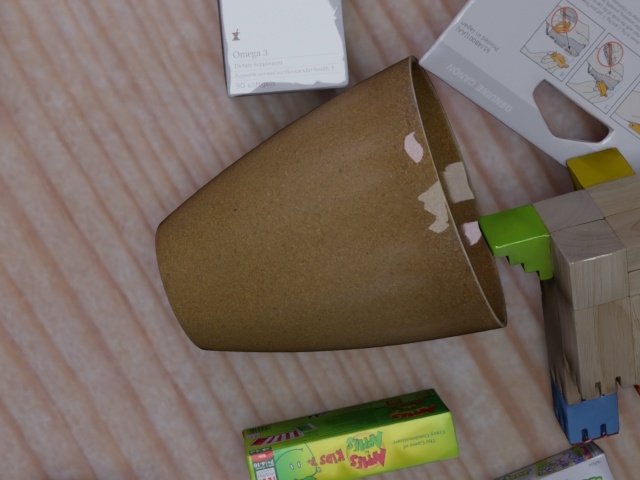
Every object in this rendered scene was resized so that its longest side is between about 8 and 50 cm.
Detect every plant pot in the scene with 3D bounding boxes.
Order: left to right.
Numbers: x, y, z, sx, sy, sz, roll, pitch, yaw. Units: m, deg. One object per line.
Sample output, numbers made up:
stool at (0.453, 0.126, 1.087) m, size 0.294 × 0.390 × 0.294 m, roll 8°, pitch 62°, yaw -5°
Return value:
plant pot at (0.000, 0.000, 1.292) m, size 0.254 × 0.237 × 0.237 m, roll -20°, pitch 98°, yaw 11°

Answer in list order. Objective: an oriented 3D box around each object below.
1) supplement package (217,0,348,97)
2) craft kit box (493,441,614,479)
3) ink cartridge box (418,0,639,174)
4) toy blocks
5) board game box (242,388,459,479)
supplement package at (-0.037, -0.216, 1.309) m, size 0.105 × 0.105 × 0.179 m, roll -6°, pitch 97°, yaw -2°
craft kit box at (0.185, 0.345, 1.420) m, size 0.250 × 0.061 × 0.246 m, roll -22°, pitch 95°, yaw -2°
ink cartridge box at (0.265, -0.187, 1.314) m, size 0.296 × 0.066 × 0.261 m, roll 32°, pitch 110°, yaw -26°
toy blocks at (0.345, 0.061, 1.332) m, size 0.381 × 0.191 × 0.261 m, roll -15°, pitch 125°, yaw -4°
board game box at (0.025, 0.180, 1.366) m, size 0.181 × 0.092 × 0.043 m, roll -12°, pitch 98°, yaw -3°
